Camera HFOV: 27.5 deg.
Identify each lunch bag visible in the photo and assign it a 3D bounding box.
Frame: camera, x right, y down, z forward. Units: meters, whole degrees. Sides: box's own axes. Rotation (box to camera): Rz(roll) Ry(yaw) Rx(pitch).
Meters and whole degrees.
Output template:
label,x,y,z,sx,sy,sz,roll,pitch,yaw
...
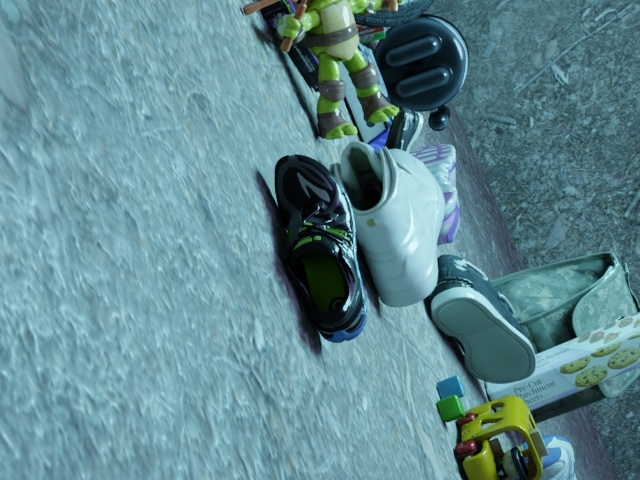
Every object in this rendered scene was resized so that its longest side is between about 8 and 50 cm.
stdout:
label,x,y,z,sx,sy,sz,roll,pitch,yaw
lunch bag,0.425,0.166,2.279,0.169,0.287,0.235,-95,160,-56

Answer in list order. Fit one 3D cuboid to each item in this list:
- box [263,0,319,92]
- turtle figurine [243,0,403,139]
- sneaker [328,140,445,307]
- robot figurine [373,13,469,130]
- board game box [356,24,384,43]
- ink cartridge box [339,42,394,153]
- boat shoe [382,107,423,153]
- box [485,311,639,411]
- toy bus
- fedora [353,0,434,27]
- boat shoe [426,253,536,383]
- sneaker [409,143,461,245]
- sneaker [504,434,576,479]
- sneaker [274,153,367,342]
label,x,y,z,sx,sy,sz,roll,pitch,yaw
box,-0.036,-0.278,1.656,0.162,0.029,0.116,54,18,-52
turtle figurine,0.010,-0.236,1.573,0.269,0.087,0.217,-30,114,-43
sneaker,0.081,-0.071,1.610,0.292,0.108,0.169,-92,160,-56
robot figurine,0.183,-0.325,2.388,0.278,0.173,0.209,-57,167,-75
board game box,0.042,-0.435,2.027,0.316,0.064,0.242,-45,121,-85
ink cartridge box,0.080,-0.201,1.998,0.206,0.045,0.208,-10,80,-78
boat shoe,0.108,-0.132,1.897,0.038,0.125,0.046,20,7,-35
box,0.429,0.199,2.139,0.063,0.324,0.067,-94,159,-65
toy bus,0.239,0.275,1.690,0.191,0.104,0.202,51,20,-53
fedora,0.026,-0.433,1.760,0.334,0.152,0.334,-1,92,-37
boat shoe,0.248,0.123,1.989,0.302,0.114,0.091,54,23,-50
sneaker,0.189,-0.073,2.162,0.236,0.095,0.104,-85,158,-56
sneaker,0.350,0.388,1.968,0.296,0.112,0.131,49,23,-56
sneaker,0.000,0.000,1.211,0.078,0.067,0.188,55,19,-68
